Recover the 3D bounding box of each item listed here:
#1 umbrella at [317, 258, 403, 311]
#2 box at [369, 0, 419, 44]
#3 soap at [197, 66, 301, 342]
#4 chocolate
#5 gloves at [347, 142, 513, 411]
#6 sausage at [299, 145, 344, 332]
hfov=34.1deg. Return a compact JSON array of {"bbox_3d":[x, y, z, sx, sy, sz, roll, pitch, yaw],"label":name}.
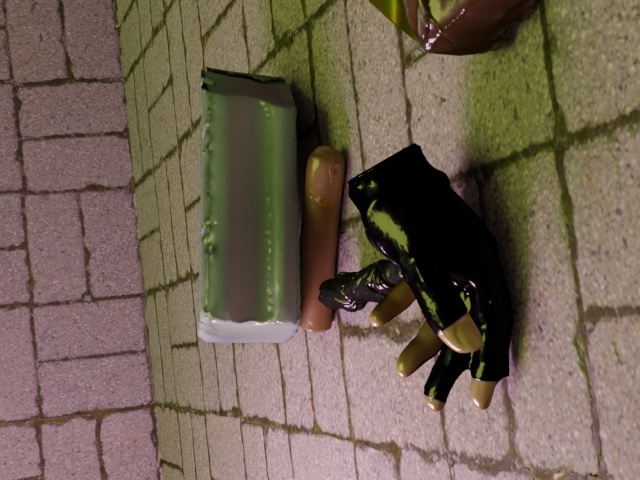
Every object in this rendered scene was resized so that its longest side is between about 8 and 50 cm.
[{"bbox_3d":[0.067,0.061,1.423,0.236,0.066,0.059,153,117,-66],"label":"umbrella"},{"bbox_3d":[0.122,-0.399,1.201,0.173,0.043,0.311,-125,35,-54],"label":"box"},{"bbox_3d":[-0.119,-0.064,1.665,0.261,0.156,0.446,115,153,-73],"label":"soap"},{"bbox_3d":[0.126,-0.299,1.071,0.148,0.093,0.214,-46,62,55],"label":"chocolate"},{"bbox_3d":[0.124,0.042,1.140,0.197,0.152,0.301,-75,-25,-87],"label":"gloves"},{"bbox_3d":[-0.001,0.000,1.600,0.066,0.066,0.301,-131,43,-59],"label":"sausage"}]
